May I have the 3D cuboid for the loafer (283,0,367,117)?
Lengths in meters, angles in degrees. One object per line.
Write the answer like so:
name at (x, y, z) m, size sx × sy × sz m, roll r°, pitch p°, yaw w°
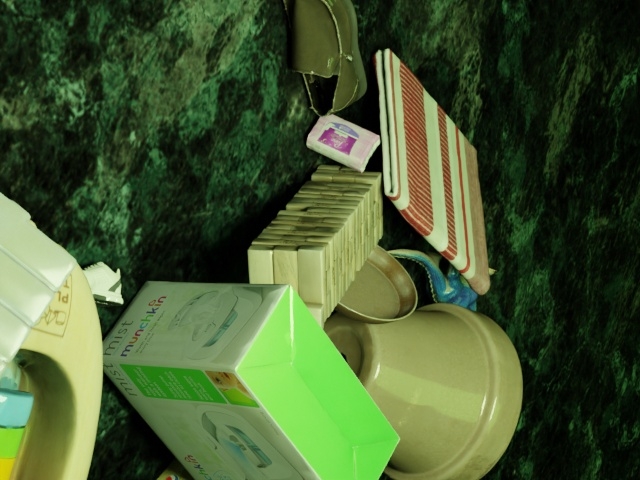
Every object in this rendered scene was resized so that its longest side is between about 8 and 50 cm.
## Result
loafer at (0.002, -0.234, 1.834) m, size 0.078 × 0.080 × 0.220 m, roll -56°, pitch 142°, yaw -30°

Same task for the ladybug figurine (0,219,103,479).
ladybug figurine at (-0.349, 0.191, 1.376) m, size 0.305 × 0.162 × 0.449 m, roll 26°, pitch 80°, yaw -56°

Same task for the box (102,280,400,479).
box at (-0.080, 0.173, 1.670) m, size 0.262 × 0.231 × 0.127 m, roll 56°, pitch 51°, yaw -33°

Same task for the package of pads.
package of pads at (0.029, -0.125, 1.913) m, size 0.050 × 0.083 × 0.032 m, roll -59°, pitch 167°, yaw -24°

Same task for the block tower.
block tower at (0.000, 0.000, 1.809) m, size 0.335 × 0.091 × 0.097 m, roll -56°, pitch 147°, yaw -64°

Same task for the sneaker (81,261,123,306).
sneaker at (-0.250, 0.042, 1.598) m, size 0.109 × 0.040 × 0.044 m, roll 24°, pitch 65°, yaw -61°

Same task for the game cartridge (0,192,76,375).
game cartridge at (-0.389, -0.006, 1.194) m, size 0.355 × 0.068 × 0.230 m, roll 41°, pitch 58°, yaw -20°

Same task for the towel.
towel at (0.152, -0.090, 2.070) m, size 0.329 × 0.037 × 0.237 m, roll 42°, pitch 39°, yaw -54°

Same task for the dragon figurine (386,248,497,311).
dragon figurine at (0.184, 0.096, 2.230) m, size 0.289 × 0.085 × 0.144 m, roll 19°, pitch 84°, yaw -59°

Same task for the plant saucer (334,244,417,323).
plant saucer at (0.046, 0.052, 1.956) m, size 0.168 × 0.168 × 0.029 m, roll -23°, pitch 151°, yaw -52°

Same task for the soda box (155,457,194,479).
soda box at (-0.144, 0.347, 1.845) m, size 0.061 × 0.058 × 0.181 m, roll -49°, pitch 139°, yaw -37°

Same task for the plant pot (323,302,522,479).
plant pot at (0.102, 0.194, 2.025) m, size 0.229 × 0.263 × 0.263 m, roll 21°, pitch 83°, yaw -40°
